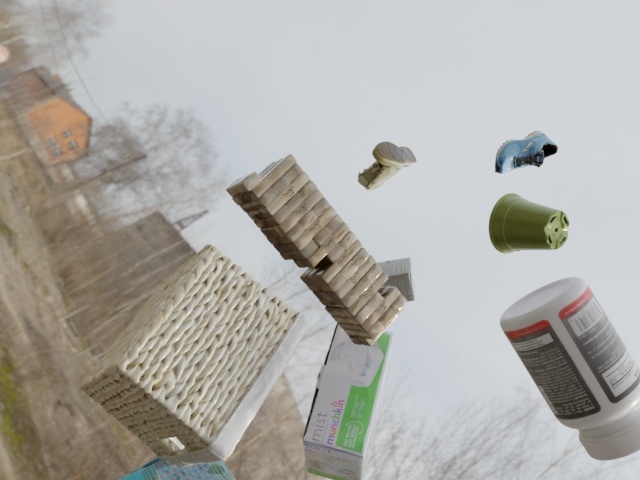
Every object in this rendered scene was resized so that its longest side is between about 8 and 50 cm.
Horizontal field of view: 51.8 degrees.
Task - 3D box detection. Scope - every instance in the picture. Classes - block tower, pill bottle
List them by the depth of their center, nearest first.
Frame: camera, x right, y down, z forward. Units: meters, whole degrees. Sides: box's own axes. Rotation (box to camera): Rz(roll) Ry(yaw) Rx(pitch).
[{"bbox_3d":[0.001,0.015,1.044,0.335,0.097,0.091,50,-22,-14],"label":"block tower"},{"bbox_3d":[0.573,0.281,1.451,0.363,0.210,0.210,59,-18,1],"label":"pill bottle"}]

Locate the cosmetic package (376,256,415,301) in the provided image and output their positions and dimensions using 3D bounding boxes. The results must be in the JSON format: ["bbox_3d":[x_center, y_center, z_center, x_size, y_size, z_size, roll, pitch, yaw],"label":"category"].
[{"bbox_3d":[0.166,0.134,2.013,0.127,0.238,0.107,-74,155,-66],"label":"cosmetic package"}]

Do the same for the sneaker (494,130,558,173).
[{"bbox_3d":[0.443,-0.185,1.414,0.073,0.162,0.063,43,-26,45],"label":"sneaker"}]

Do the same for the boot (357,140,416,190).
[{"bbox_3d":[0.171,-0.213,1.929,0.165,0.213,0.077,-34,-105,29],"label":"boot"}]

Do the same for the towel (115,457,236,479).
[{"bbox_3d":[-0.236,0.593,1.366,0.370,0.271,0.040,45,-59,20],"label":"towel"}]

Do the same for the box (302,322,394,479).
[{"bbox_3d":[0.058,0.333,1.346,0.127,0.262,0.231,13,-33,10],"label":"box"}]

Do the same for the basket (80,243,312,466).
[{"bbox_3d":[-0.256,0.237,1.308,0.266,0.331,0.328,41,-34,-12],"label":"basket"}]

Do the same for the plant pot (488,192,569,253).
[{"bbox_3d":[0.279,-0.018,0.868,0.079,0.083,0.083,14,-48,54],"label":"plant pot"}]
